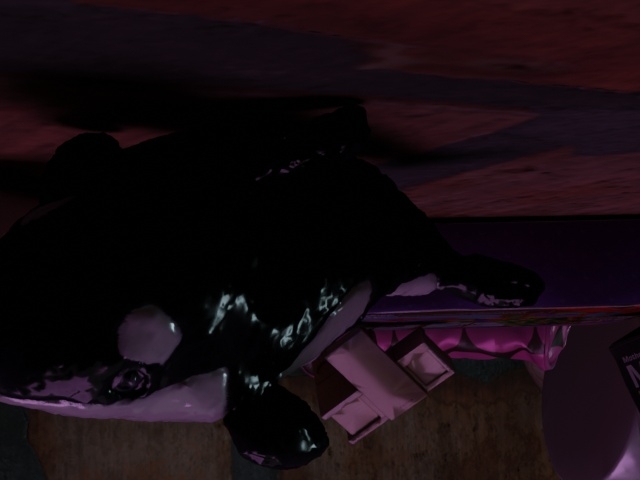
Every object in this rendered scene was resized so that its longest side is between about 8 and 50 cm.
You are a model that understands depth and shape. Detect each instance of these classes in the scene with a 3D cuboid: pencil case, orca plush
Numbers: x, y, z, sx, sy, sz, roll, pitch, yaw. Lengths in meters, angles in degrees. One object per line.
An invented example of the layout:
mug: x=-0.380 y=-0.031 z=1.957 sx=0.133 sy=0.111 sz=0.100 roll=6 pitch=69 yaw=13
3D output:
pencil case: x=0.088 y=0.062 z=1.280 sx=0.209 sy=0.095 sz=0.098 roll=-2 pitch=139 yaw=22
orca plush: x=0.000 y=0.000 z=0.635 sx=0.287 sy=0.151 sz=0.102 roll=8 pitch=137 yaw=-45

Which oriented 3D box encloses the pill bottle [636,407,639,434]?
pill bottle: x=0.420 y=0.097 z=1.065 sx=0.224 sy=0.224 sz=0.392 roll=4 pitch=172 yaw=-42

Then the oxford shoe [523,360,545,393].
oxford shoe: x=0.393 y=0.116 z=1.684 sx=0.397 sy=0.140 sz=0.146 roll=-14 pitch=150 yaw=27

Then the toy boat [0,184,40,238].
toy boat: x=-0.194 y=0.051 z=0.790 sx=0.231 sy=0.151 sz=0.151 roll=-5 pitch=173 yaw=29

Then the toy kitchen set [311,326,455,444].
toy kitchen set: x=0.027 y=0.067 z=1.069 sx=0.083 sy=0.075 sz=0.068 roll=-37 pitch=120 yaw=16

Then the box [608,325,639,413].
box: x=0.321 y=0.111 z=0.960 sx=0.060 sy=0.216 sz=0.270 roll=-23 pitch=176 yaw=-42

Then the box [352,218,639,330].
box: x=0.069 y=0.026 z=1.079 sx=0.293 sy=0.057 sz=0.201 roll=-1 pitch=175 yaw=-7

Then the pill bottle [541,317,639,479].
pill bottle: x=0.412 y=0.151 z=1.457 sx=0.408 sy=0.229 sz=0.229 roll=9 pitch=171 yaw=-19
